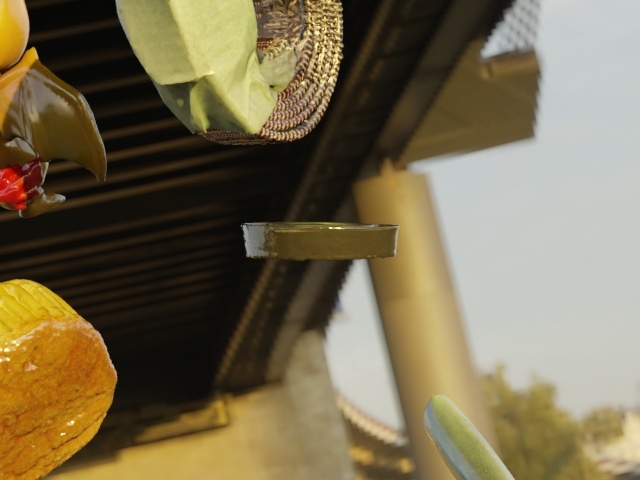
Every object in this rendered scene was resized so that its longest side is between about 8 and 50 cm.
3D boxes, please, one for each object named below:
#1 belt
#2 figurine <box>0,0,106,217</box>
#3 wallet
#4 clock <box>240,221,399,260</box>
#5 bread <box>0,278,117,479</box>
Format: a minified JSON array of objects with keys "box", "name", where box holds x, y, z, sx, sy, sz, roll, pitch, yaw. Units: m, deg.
[{"box":[-0.095,-0.257,1.887,0.122,0.324,0.260,2,28,40],"name":"belt"},{"box":[-0.453,-0.210,2.300,0.401,0.387,0.268,-3,14,22],"name":"figurine"},{"box":[0.233,0.342,2.090,0.054,0.251,0.290,-34,-52,-3],"name":"wallet"},{"box":[0.000,0.000,2.032,0.185,0.040,0.184,1,2,0],"name":"clock"},{"box":[-0.341,0.165,1.810,0.253,0.142,0.227,-28,-45,-23],"name":"bread"}]
